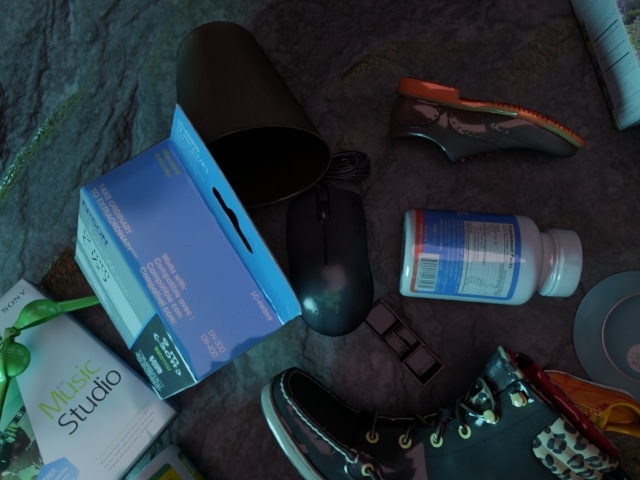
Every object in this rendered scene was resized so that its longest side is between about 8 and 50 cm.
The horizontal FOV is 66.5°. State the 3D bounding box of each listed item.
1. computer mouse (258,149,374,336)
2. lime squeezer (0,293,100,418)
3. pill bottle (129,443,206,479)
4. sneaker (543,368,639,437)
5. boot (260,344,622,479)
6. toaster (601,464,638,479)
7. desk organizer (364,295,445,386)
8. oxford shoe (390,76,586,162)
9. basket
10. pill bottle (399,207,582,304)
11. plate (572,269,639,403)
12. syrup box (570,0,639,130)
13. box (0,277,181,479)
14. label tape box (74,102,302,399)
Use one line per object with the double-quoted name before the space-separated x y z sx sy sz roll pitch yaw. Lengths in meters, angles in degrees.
"computer mouse" 0.000 0.000 0.699 0.188 0.072 0.273 -11 76 4
"lime squeezer" -0.398 0.157 0.693 0.110 0.058 0.310 43 65 -23
"pill bottle" -0.185 0.403 0.677 0.117 0.117 0.208 -43 83 1
"sneaker" 0.349 0.219 0.659 0.174 0.067 0.064 7 105 9
"boot" 0.139 0.236 0.611 0.377 0.138 0.284 43 109 4
"toaster" 0.343 0.352 0.605 0.110 0.168 0.186 37 90 4
"desk organizer" 0.116 0.144 0.702 0.047 0.050 0.130 -44 82 1
"oxford shoe" 0.234 -0.155 0.708 0.271 0.097 0.099 19 107 11
"basket" -0.117 -0.181 0.678 0.204 0.154 0.227 -9 59 -24
"pill bottle" 0.223 0.023 0.666 0.221 0.124 0.125 4 86 5
"plate" 0.454 0.135 0.682 0.188 0.024 0.188 0 85 5
"syrup box" 0.444 -0.290 0.683 0.093 0.096 0.237 -16 83 2
"box" -0.403 0.241 0.710 0.322 0.058 0.232 37 70 9
"label tape box" -0.184 0.045 0.592 0.115 0.347 0.249 -30 85 -32
